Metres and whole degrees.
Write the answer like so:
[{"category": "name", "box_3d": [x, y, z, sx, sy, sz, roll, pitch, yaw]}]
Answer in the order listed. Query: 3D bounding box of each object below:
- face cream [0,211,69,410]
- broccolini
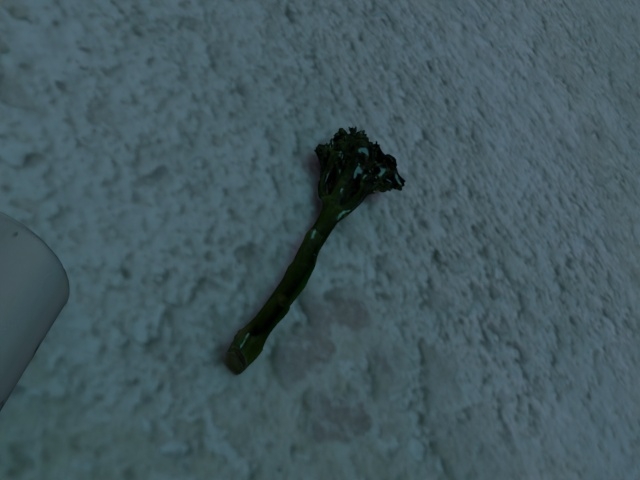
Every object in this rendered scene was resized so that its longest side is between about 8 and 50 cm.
[{"category": "face cream", "box_3d": [-0.211, 0.118, 0.336, 0.092, 0.092, 0.311, 35, 46, -18]}, {"category": "broccolini", "box_3d": [0.000, -0.006, 0.616, 0.071, 0.057, 0.254, 11, 40, 18]}]
